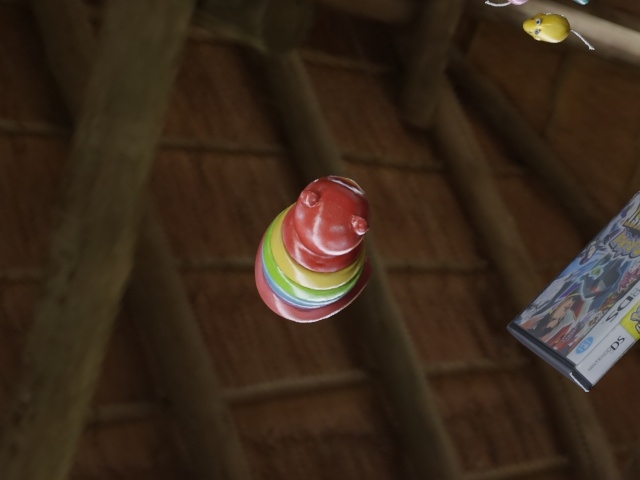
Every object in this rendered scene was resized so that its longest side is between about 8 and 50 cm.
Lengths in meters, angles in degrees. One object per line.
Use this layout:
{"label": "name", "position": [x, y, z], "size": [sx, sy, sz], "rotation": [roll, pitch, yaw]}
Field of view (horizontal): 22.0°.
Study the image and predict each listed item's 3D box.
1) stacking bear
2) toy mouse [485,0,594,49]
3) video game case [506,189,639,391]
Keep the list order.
{"label": "stacking bear", "position": [0.000, 0.000, 2.398], "size": [0.164, 0.175, 0.289], "rotation": [-55, -4, -24]}
{"label": "toy mouse", "position": [0.307, -0.339, 2.209], "size": [0.031, 0.161, 0.143], "rotation": [-105, 25, -79]}
{"label": "video game case", "position": [0.344, 0.047, 1.913], "size": [0.248, 0.035, 0.275], "rotation": [-46, 12, 0]}
